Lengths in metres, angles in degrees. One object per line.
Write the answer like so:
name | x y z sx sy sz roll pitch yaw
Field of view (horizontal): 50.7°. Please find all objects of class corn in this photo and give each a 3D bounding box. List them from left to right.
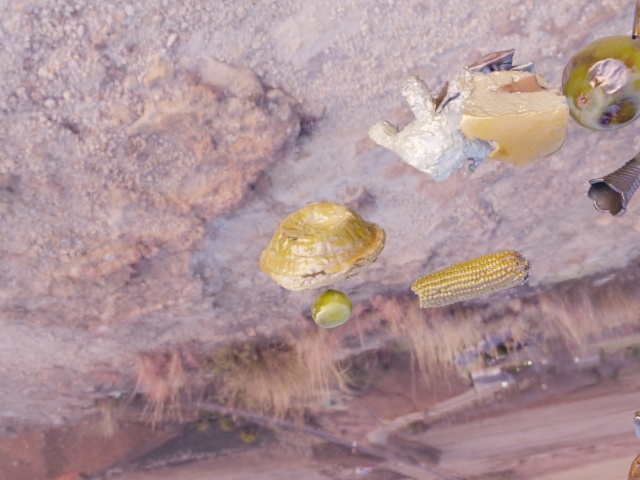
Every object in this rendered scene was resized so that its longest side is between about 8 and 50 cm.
corn | 0.399 0.102 1.789 0.318 0.115 0.115 -18 149 11

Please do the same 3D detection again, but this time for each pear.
pear | 0.022 0.150 1.493 0.092 0.092 0.097 -37 178 42

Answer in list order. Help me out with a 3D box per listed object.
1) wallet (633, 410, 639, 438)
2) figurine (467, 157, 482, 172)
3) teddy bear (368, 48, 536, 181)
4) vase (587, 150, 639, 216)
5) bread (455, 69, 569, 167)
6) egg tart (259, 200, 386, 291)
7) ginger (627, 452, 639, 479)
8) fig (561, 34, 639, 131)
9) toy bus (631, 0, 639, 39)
wallet | 0.762 0.404 1.401 0.198 0.031 0.110 5 148 33
figurine | 0.436 -0.284 1.973 0.147 0.192 0.126 38 111 -15
teddy bear | 0.345 -0.339 1.765 0.327 0.375 0.362 30 101 -18
vase | 0.777 -0.169 1.669 0.237 0.115 0.115 -37 156 -18
bread | 0.426 -0.254 1.504 0.224 0.183 0.211 -6 140 13
egg tart | 0.000 0.000 1.492 0.290 0.290 0.115 -12 117 9
ginger | 0.705 0.398 1.223 0.358 0.152 0.274 -35 134 13
fig | 0.764 -0.415 1.757 0.271 0.239 0.239 -26 158 -24
toy bus | 0.887 -0.530 1.553 0.275 0.138 0.167 12 164 5
